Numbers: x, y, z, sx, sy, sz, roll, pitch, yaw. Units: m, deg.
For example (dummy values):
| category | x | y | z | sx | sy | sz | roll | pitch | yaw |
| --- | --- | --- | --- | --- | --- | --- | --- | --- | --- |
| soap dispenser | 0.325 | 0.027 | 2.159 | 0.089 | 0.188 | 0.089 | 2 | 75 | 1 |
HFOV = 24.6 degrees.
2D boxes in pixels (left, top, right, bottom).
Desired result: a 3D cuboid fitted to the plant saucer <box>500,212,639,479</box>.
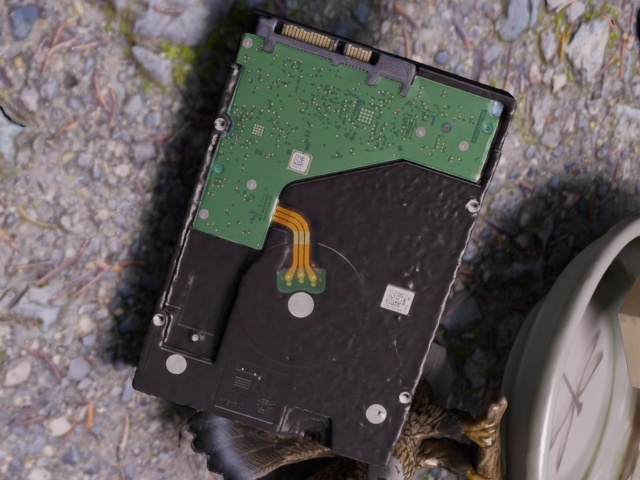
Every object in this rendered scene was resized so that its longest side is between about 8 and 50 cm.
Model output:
| category | x | y | z | sx | sy | sz | roll | pitch | yaw |
| --- | --- | --- | --- | --- | --- | --- | --- | --- | --- |
| plant saucer | 0.275 | 0.161 | 1.534 | 0.400 | 0.100 | 0.400 | -26 | 121 | -52 |

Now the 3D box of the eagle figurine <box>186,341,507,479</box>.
| category | x | y | z | sx | sy | sz | roll | pitch | yaw |
| --- | --- | --- | --- | --- | --- | --- | --- | --- | --- |
| eagle figurine | 0.028 | 0.206 | 1.391 | 0.298 | 0.225 | 0.226 | -6 | 75 | 0 |

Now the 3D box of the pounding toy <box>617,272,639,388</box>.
| category | x | y | z | sx | sy | sz | roll | pitch | yaw |
| --- | --- | --- | --- | --- | --- | --- | --- | --- | --- |
| pounding toy | 0.379 | 0.087 | 1.484 | 0.130 | 0.100 | 0.141 | -53 | 140 | -33 |

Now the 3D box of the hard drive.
| category | x | y | z | sx | sy | sz | roll | pitch | yaw |
| --- | --- | --- | --- | --- | --- | --- | --- | --- | --- |
| hard drive | 0.000 | 0.000 | 1.244 | 0.237 | 0.064 | 0.339 | 17 | 103 | -3 |
